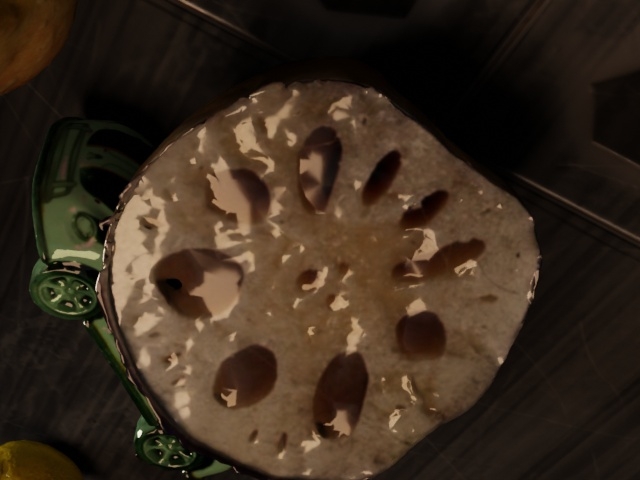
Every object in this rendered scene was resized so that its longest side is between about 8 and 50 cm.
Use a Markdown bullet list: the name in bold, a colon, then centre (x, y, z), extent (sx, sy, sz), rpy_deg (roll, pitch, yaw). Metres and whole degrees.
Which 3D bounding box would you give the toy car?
- **toy car**: centre (-0.100, 0.041, 1.151), extent (0.125, 0.136, 0.306), rpy_deg (-8, 134, 16)

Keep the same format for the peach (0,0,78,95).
- **peach**: centre (-0.240, -0.162, 0.907), extent (0.214, 0.214, 0.235), rpy_deg (1, 145, 25)

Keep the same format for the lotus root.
- **lotus root**: centre (0.000, 0.000, 1.002), extent (0.272, 0.192, 0.272), rpy_deg (1, 116, 2)

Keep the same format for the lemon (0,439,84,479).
- **lemon**: centre (-0.263, 0.230, 1.505), extent (0.110, 0.082, 0.082), rpy_deg (27, 143, -17)
